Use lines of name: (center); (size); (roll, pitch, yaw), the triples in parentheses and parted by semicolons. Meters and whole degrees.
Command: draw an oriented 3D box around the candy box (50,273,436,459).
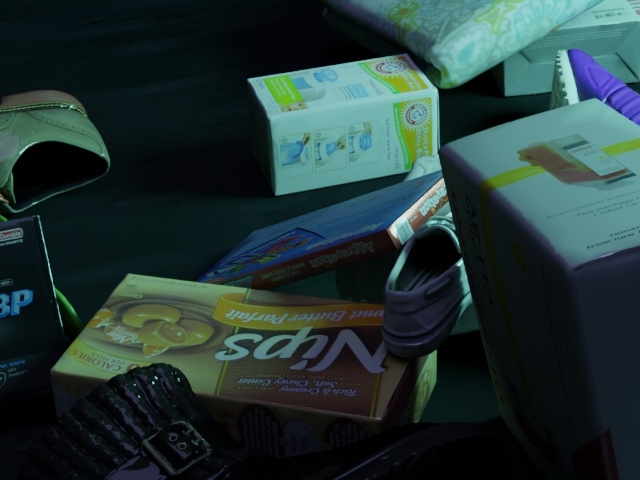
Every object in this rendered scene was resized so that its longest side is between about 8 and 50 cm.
candy box: (-0.066, 0.126, 1.610); (0.316, 0.088, 0.183); (7, 32, 16)

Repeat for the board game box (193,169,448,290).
board game box: (0.000, 0.000, 1.751); (0.281, 0.027, 0.145); (-17, 15, 40)

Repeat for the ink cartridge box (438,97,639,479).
ink cartridge box: (0.236, 0.072, 1.403); (0.160, 0.279, 0.385); (-16, 18, -5)

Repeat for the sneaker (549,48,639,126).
sneaker: (0.351, -0.126, 2.004); (0.146, 0.102, 0.293); (-2, 35, -6)

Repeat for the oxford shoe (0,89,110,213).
oxford shoe: (-0.406, -0.083, 1.974); (0.348, 0.123, 0.130); (-19, 39, -23)

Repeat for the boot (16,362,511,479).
boot: (-0.049, 0.188, 1.410); (0.348, 0.131, 0.260); (-19, 34, -23)

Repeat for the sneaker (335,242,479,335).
sneaker: (0.152, 0.050, 1.744); (0.281, 0.105, 0.115); (6, 0, 21)

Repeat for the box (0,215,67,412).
box: (-0.356, 0.083, 1.643); (0.220, 0.175, 0.051); (-11, -12, -12)

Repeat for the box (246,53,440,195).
box: (0.027, -0.137, 2.037); (0.203, 0.103, 0.114); (-10, 31, -12)

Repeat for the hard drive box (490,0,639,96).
hard drive box: (0.301, -0.283, 2.274); (0.181, 0.089, 0.232); (-6, 31, -4)

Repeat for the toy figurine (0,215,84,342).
toy figurine: (-0.343, 0.083, 1.724); (0.159, 0.130, 0.173); (-34, 65, -21)

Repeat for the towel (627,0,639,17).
towel: (0.479, -0.315, 2.378); (0.144, 0.029, 0.197); (-7, 28, -6)

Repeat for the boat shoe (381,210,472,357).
boat shoe: (0.118, 0.016, 1.603); (0.083, 0.076, 0.226); (5, 35, 20)

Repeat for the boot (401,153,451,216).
boot: (0.167, -0.078, 1.927); (0.123, 0.095, 0.258); (19, 37, 22)

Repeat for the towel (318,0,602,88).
towel: (0.199, -0.329, 2.204); (0.320, 0.090, 0.374); (-34, 31, -11)
